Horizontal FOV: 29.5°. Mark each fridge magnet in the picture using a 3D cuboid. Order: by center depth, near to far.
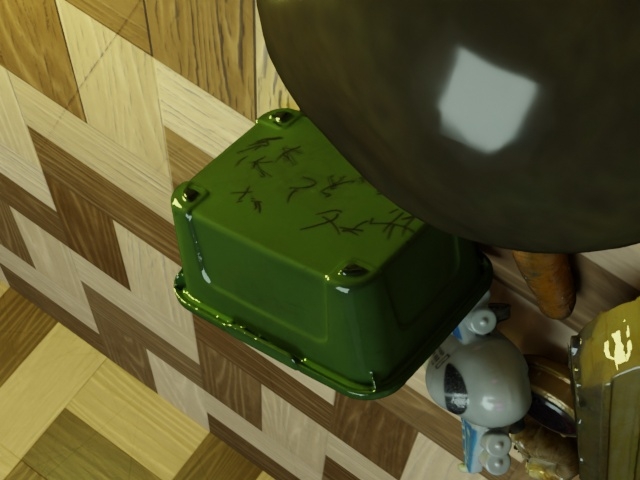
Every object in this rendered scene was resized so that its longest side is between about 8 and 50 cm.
[{"bbox_3d":[0.294,0.194,1.508,0.143,0.063,0.143,33,161,13],"label":"fridge magnet"}]

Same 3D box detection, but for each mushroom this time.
[{"bbox_3d":[0.309,0.279,1.636,0.094,0.072,0.210,23,165,26],"label":"mushroom"}]

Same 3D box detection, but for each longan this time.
[{"bbox_3d":[0.134,-0.153,0.730,0.361,0.361,0.361,33,157,15],"label":"longan"}]

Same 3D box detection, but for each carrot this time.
[{"bbox_3d":[0.235,0.025,1.277,0.060,0.060,0.186,22,152,36],"label":"carrot"}]

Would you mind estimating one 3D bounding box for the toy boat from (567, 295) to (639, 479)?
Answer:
[{"bbox_3d":[0.358,0.200,1.324,0.162,0.136,0.445,-5,146,11],"label":"toy boat"}]

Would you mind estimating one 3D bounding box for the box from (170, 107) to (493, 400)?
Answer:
[{"bbox_3d":[0.000,0.000,1.362,0.328,0.253,0.178,22,144,33],"label":"box"}]

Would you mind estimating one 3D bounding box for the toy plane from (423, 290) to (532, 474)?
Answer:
[{"bbox_3d":[0.176,0.159,1.491,0.267,0.122,0.267,168,90,-76],"label":"toy plane"}]
